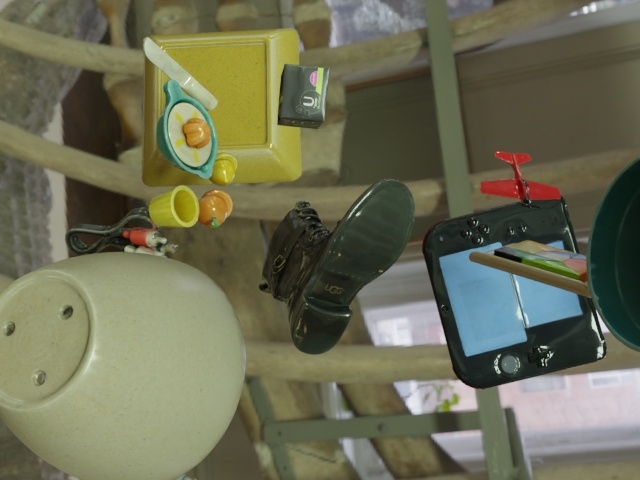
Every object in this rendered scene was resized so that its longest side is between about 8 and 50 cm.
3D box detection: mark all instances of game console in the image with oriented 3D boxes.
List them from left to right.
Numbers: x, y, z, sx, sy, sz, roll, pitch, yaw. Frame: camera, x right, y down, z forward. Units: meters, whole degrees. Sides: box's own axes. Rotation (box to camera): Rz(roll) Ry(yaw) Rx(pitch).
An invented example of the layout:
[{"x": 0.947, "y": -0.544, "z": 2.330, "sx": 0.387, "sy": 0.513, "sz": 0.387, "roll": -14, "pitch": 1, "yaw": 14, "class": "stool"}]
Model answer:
[{"x": 0.427, "y": 0.115, "z": 1.672, "sx": 0.060, "sy": 0.342, "sz": 0.387, "roll": 30, "pitch": 46, "yaw": -83, "class": "game console"}]

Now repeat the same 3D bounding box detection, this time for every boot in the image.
[{"x": 0.000, "y": 0.000, "z": 0.981, "sx": 0.091, "sy": 0.263, "sz": 0.229, "roll": 26, "pitch": 16, "yaw": -26, "class": "boot"}]

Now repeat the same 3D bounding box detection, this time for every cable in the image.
[{"x": -0.380, "y": 0.001, "z": 1.378, "sx": 0.072, "sy": 0.287, "sz": 0.139, "roll": -58, "pitch": 146, "yaw": -44, "class": "cable"}]

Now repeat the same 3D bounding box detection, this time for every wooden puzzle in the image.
[{"x": 0.414, "y": 0.041, "z": 1.349, "sx": 0.238, "sy": 0.221, "sz": 0.044, "roll": -4, "pitch": 108, "yaw": -54, "class": "wooden puzzle"}]

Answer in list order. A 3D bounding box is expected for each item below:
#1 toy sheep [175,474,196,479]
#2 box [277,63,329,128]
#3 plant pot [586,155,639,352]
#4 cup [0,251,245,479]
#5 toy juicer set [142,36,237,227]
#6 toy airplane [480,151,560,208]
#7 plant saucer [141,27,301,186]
[{"x": -0.225, "y": 0.386, "z": 1.118, "sx": 0.091, "sy": 0.132, "sz": 0.091, "roll": 59, "pitch": 10, "yaw": -18, "class": "toy sheep"}, {"x": -0.021, "y": -0.164, "z": 0.861, "sx": 0.083, "sy": 0.052, "sz": 0.062, "roll": -158, "pitch": -107, "yaw": -84, "class": "box"}, {"x": 0.555, "y": 0.026, "z": 1.018, "sx": 0.271, "sy": 0.255, "sz": 0.272, "roll": -174, "pitch": -90, "yaw": -72, "class": "plant pot"}, {"x": -0.295, "y": 0.148, "z": 0.969, "sx": 0.237, "sy": 0.331, "sz": 0.331, "roll": 46, "pitch": 37, "yaw": -63, "class": "cup"}, {"x": -0.206, "y": -0.176, "z": 1.302, "sx": 0.209, "sy": 0.089, "sz": 0.329, "roll": 9, "pitch": 74, "yaw": -58, "class": "toy juicer set"}, {"x": 0.352, "y": -0.110, "z": 1.318, "sx": 0.151, "sy": 0.151, "sz": 0.028, "roll": -85, "pitch": -174, "yaw": -46, "class": "toy airplane"}, {"x": -0.210, "y": -0.285, "z": 1.519, "sx": 0.081, "sy": 0.332, "sz": 0.333, "roll": 69, "pitch": 20, "yaw": -79, "class": "plant saucer"}]
